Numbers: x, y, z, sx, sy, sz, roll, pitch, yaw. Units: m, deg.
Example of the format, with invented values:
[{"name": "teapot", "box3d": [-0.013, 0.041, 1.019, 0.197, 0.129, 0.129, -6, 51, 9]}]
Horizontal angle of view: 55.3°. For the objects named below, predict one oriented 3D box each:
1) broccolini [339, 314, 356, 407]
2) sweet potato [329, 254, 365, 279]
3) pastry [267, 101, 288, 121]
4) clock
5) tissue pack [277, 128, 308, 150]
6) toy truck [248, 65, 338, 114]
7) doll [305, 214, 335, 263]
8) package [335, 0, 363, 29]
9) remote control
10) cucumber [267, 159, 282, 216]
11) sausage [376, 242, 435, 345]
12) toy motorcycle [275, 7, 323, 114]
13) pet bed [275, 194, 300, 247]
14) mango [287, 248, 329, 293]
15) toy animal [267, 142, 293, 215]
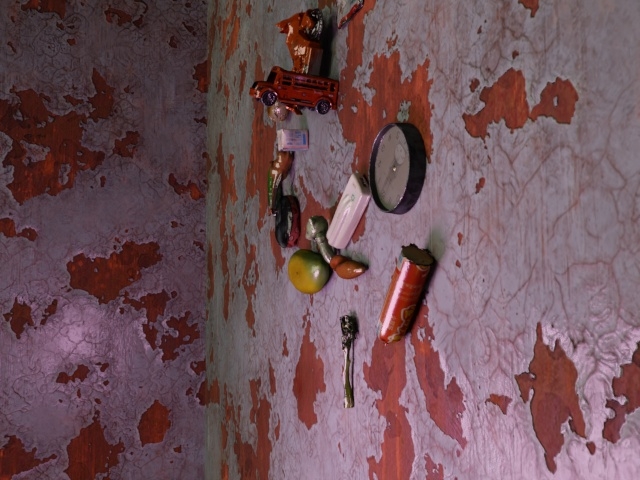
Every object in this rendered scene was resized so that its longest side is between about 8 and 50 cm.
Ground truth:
[{"name": "broccolini", "box3d": [0.082, 0.328, 1.663, 0.057, 0.071, 0.255, -5, 91, 27]}, {"name": "sweet potato", "box3d": [0.069, 0.075, 1.660, 0.202, 0.058, 0.055, 17, 125, 67]}, {"name": "pastry", "box3d": [-0.155, -0.511, 2.239, 0.153, 0.081, 0.153, 176, 90, -69]}, {"name": "clock", "box3d": [0.173, -0.167, 1.421, 0.215, 0.041, 0.215, -179, 90, -69]}, {"name": "tissue pack", "box3d": [-0.091, -0.337, 2.044, 0.058, 0.094, 0.074, 174, 94, -68]}, {"name": "toy truck", "box3d": [-0.079, -0.445, 1.802, 0.107, 0.252, 0.114, -135, 54, -62]}, {"name": "doll", "box3d": [0.000, 0.000, 1.782, 0.150, 0.077, 0.115, 68, -162, 7]}, {"name": "package", "box3d": [0.070, -0.735, 1.725, 0.166, 0.040, 0.232, 164, 105, -67]}, {"name": "remote control", "box3d": [0.072, -0.075, 1.668, 0.230, 0.049, 0.090, 114, 148, -42]}, {"name": "cucumber", "box3d": [-0.174, -0.185, 2.302, 0.056, 0.056, 0.250, 143, 128, -64]}, {"name": "sausage", "box3d": [0.178, 0.134, 1.351, 0.083, 0.083, 0.264, -116, 33, -50]}, {"name": "toy motorcycle", "box3d": [-0.067, -0.573, 1.928, 0.221, 0.147, 0.326, 46, 130, 51]}, {"name": "pet bed", "box3d": [-0.121, -0.067, 2.169, 0.201, 0.053, 0.201, -179, 90, -68]}, {"name": "mango", "box3d": [-0.036, 0.101, 1.887, 0.237, 0.091, 0.137, -155, 61, -68]}, {"name": "toy animal", "box3d": [-0.156, -0.222, 2.190, 0.224, 0.066, 0.230, -62, 27, 23]}]
